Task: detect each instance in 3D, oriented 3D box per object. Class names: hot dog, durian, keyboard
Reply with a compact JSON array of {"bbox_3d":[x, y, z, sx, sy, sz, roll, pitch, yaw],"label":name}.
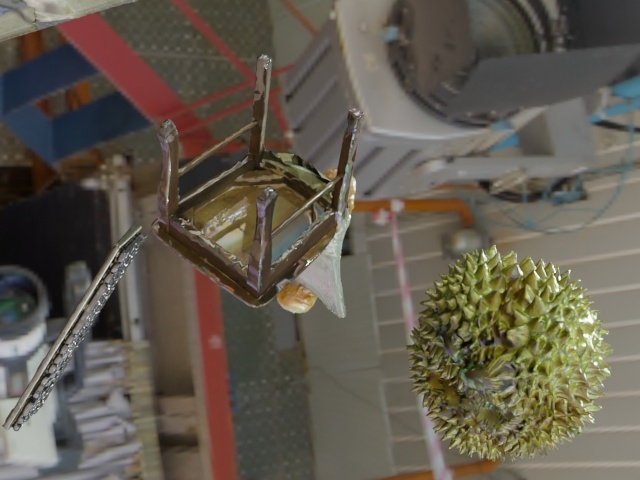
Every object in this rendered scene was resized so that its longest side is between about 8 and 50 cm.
[{"bbox_3d":[0.000,0.000,1.787,0.047,0.066,0.216,140,-28,-77],"label":"hot dog"},{"bbox_3d":[0.233,0.135,1.579,0.291,0.224,0.291,43,-34,38],"label":"durian"},{"bbox_3d":[-0.319,0.115,1.670,0.027,0.106,0.317,33,-69,-3],"label":"keyboard"}]

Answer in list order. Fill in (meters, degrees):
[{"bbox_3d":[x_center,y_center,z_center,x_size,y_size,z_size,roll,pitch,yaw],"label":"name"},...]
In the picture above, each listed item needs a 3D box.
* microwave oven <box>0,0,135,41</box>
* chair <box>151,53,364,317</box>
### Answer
[{"bbox_3d":[-0.353,-0.407,1.628,0.432,0.374,0.236,-9,-70,33],"label":"microwave oven"},{"bbox_3d":[-0.064,-0.013,1.348,0.160,0.186,0.319,33,-37,21],"label":"chair"}]
